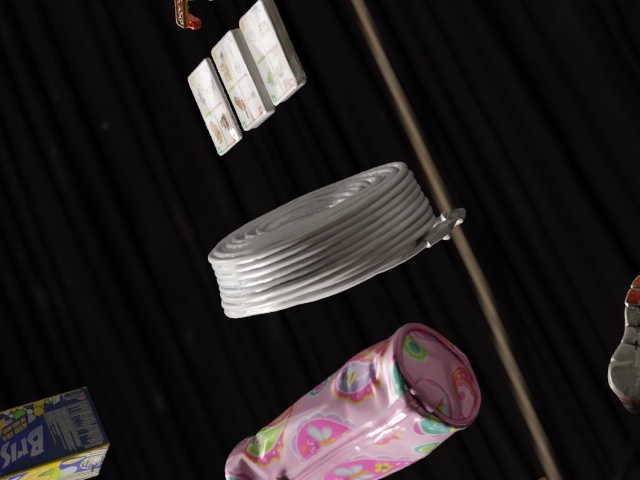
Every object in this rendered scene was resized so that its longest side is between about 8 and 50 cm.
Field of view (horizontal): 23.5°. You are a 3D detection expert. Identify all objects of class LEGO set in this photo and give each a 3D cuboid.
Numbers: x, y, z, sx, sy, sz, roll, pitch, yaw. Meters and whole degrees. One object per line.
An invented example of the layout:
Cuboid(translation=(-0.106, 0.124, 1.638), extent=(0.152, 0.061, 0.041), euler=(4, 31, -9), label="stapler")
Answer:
Cuboid(translation=(-0.084, -0.214, 1.291), extent=(0.060, 0.244, 0.182), euler=(-21, 174, -28), label="LEGO set")

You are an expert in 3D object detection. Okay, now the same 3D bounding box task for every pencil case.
Cuboid(translation=(0.026, 0.195, 1.531), extent=(0.284, 0.124, 0.124), euler=(-37, 156, 32), label="pencil case")

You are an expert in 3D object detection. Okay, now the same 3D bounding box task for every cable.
Cuboid(translation=(0.000, 0.000, 1.715), extent=(0.257, 0.089, 0.257), euler=(-30, -168, -33), label="cable")

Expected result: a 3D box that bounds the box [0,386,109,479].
Cuboid(translation=(-0.249, 0.167, 1.156), extent=(0.169, 0.054, 0.059), euler=(-14, 153, -27), label="box")

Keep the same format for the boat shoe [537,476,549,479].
Cuboid(translation=(0.222, 0.260, 1.364), extent=(0.066, 0.066, 0.183), euler=(-32, 141, 20), label="boat shoe")

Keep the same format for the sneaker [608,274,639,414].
Cuboid(translation=(0.297, 0.085, 1.367), extent=(0.158, 0.061, 0.065), euler=(-58, 149, -24), label="sneaker")
